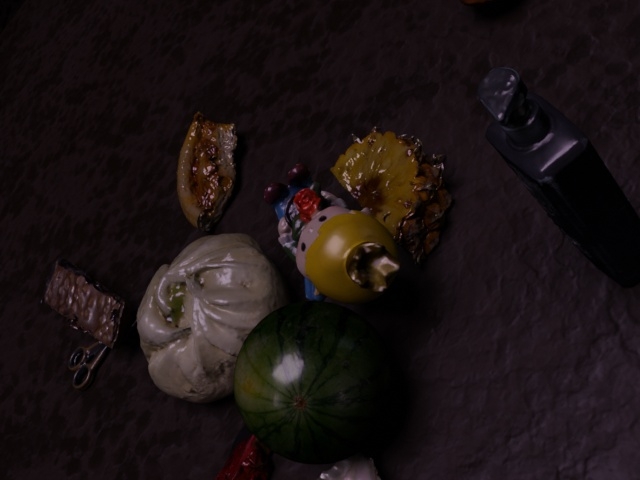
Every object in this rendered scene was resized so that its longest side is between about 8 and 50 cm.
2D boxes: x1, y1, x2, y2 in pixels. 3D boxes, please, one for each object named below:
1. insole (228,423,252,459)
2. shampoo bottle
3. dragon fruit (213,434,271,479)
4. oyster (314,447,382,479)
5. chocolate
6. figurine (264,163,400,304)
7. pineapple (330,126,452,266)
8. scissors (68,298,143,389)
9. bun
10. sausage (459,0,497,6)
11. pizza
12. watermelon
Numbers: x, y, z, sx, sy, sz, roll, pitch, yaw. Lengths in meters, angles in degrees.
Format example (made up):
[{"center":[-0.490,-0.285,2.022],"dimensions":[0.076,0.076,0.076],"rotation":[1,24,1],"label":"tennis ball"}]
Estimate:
[{"center":[-0.086,0.248,1.018],"dimensions":[0.053,0.002,0.152],"rotation":[10,71,43],"label":"insole"},{"center":[0.235,-0.061,0.717],"dimensions":[0.071,0.309,0.098],"rotation":[-40,44,12],"label":"shampoo bottle"},{"center":[-0.104,0.298,0.954],"dimensions":[0.131,0.063,0.097],"rotation":[-53,47,-1],"label":"dragon fruit"},{"center":[0.045,0.291,0.847],"dimensions":[0.146,0.045,0.121],"rotation":[-16,57,42],"label":"oyster"},{"center":[-0.412,0.107,1.334],"dimensions":[0.329,0.065,0.102],"rotation":[18,88,51],"label":"chocolate"},{"center":[0.010,-0.011,0.922],"dimensions":[0.127,0.185,0.234],"rotation":[-28,5,1],"label":"figurine"},{"center":[0.108,-0.082,1.011],"dimensions":[0.135,0.079,0.233],"rotation":[-42,44,8],"label":"pineapple"},{"center":[-0.356,0.163,1.294],"dimensions":[0.220,0.017,0.088],"rotation":[-44,42,9],"label":"scissors"},{"center":[-0.164,0.096,1.072],"dimensions":[0.259,0.160,0.259],"rotation":[-24,48,30],"label":"bun"},{"center":[0.231,-0.449,1.121],"dimensions":[0.113,0.113,0.259],"rotation":[-28,47,25],"label":"sausage"},{"center":[-0.201,-0.131,1.323],"dimensions":[0.134,0.056,0.271],"rotation":[-23,51,39],"label":"pizza"},{"center":[-0.006,0.161,0.884],"dimensions":[0.188,0.215,0.188],"rotation":[1,96,8],"label":"watermelon"}]
